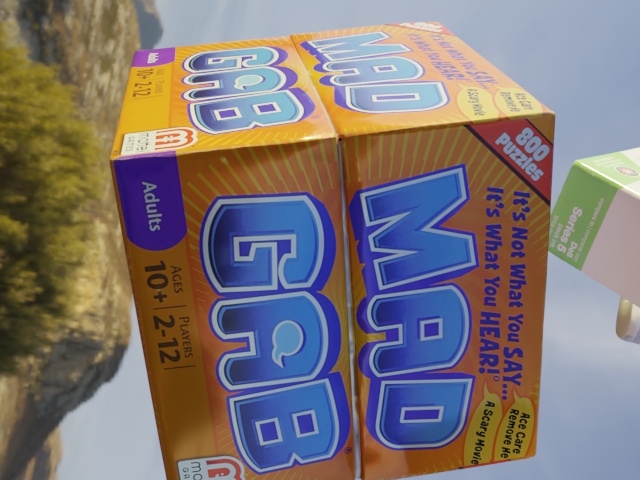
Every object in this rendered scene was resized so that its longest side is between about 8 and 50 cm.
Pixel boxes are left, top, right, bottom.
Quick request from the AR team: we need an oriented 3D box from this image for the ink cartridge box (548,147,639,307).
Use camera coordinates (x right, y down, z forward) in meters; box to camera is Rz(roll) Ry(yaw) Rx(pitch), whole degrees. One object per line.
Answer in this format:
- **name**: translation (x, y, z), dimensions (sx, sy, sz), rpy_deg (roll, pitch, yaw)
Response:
- **ink cartridge box**: translation (0.414, 0.012, 0.936), dimensions (0.273, 0.198, 0.114), rpy_deg (38, -56, 34)

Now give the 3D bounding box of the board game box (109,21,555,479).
- **board game box**: translation (0.000, 0.000, 0.896), dimensions (0.356, 0.356, 0.356), rpy_deg (-108, -168, -63)

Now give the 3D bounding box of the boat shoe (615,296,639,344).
- **boat shoe**: translation (0.470, 0.060, 1.213), dimensions (0.066, 0.063, 0.184), rpy_deg (121, -13, -71)
